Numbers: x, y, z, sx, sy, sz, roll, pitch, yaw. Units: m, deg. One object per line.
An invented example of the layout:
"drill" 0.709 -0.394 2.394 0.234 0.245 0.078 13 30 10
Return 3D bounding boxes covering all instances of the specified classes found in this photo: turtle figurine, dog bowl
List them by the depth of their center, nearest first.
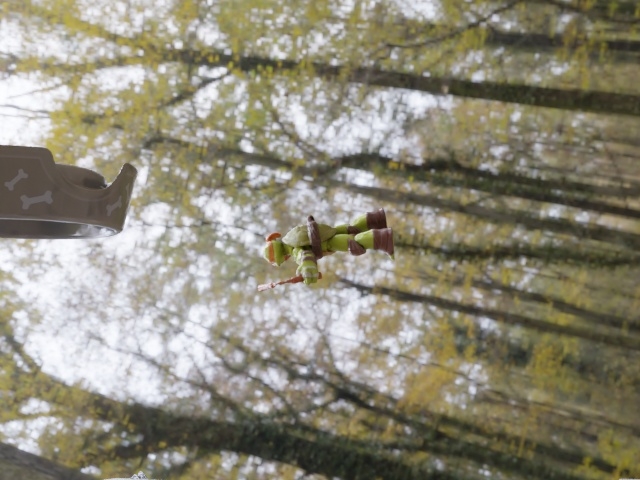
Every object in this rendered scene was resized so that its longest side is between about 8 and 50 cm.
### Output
"dog bowl" -0.458 -0.065 1.399 0.349 0.349 0.102 12 -103 -66
"turtle figurine" 0.000 0.000 1.432 0.269 0.218 0.087 -113 12 -77

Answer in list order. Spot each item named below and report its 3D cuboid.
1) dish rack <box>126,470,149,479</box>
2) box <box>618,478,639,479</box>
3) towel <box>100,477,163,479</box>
"dish rack" -0.252 0.486 1.261 0.074 0.208 0.271 -4 -75 -27
"box" 0.504 0.440 1.198 0.058 0.233 0.321 -84 -11 -55
"towel" -0.290 0.271 0.843 0.325 0.248 0.038 -4 -97 -40
